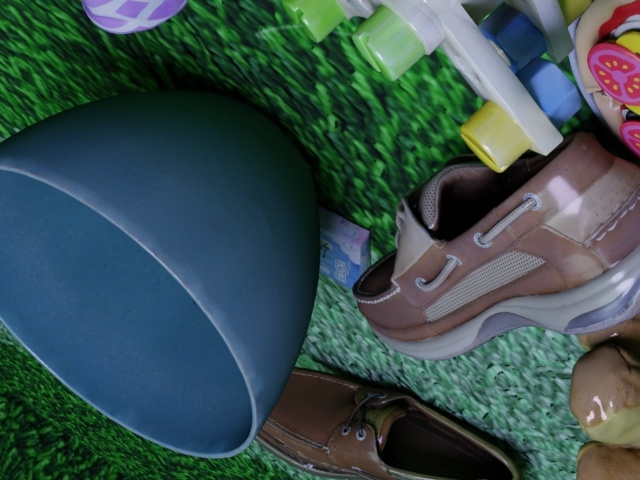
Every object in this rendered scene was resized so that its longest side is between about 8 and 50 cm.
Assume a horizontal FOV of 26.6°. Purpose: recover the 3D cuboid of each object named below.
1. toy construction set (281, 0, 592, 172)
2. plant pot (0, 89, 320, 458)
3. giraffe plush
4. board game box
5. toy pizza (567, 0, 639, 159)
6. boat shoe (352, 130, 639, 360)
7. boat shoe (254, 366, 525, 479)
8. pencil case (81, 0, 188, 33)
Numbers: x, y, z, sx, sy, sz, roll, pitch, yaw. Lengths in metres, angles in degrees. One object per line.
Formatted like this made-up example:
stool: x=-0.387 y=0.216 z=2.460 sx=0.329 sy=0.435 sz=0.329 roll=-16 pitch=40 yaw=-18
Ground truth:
toy construction set: x=0.009 y=-0.195 z=0.583 sx=0.215 sy=0.151 sz=0.328 roll=46 pitch=164 yaw=45
plant pot: x=-0.113 y=-0.003 z=1.046 sx=0.290 sy=0.195 sz=0.290 roll=27 pitch=146 yaw=20
giraffe plush: x=0.262 y=0.118 z=0.885 sx=0.170 sy=0.181 sz=0.210 roll=0 pitch=134 yaw=19
board game box: x=0.000 y=0.000 z=1.154 sx=0.090 sy=0.020 sz=0.090 roll=27 pitch=156 yaw=16
toy pizza: x=0.217 y=-0.068 z=0.710 sx=0.201 sy=0.032 sz=0.201 roll=28 pitch=157 yaw=13
boat shoe: x=0.109 y=-0.005 z=0.893 sx=0.116 sy=0.123 sz=0.324 roll=49 pitch=151 yaw=-11
boat shoe: x=0.061 y=0.189 z=1.358 sx=0.307 sy=0.111 sz=0.104 roll=19 pitch=151 yaw=10
pencil case: x=-0.141 y=-0.220 z=0.829 sx=0.206 sy=0.086 sz=0.088 roll=73 pitch=170 yaw=-53
